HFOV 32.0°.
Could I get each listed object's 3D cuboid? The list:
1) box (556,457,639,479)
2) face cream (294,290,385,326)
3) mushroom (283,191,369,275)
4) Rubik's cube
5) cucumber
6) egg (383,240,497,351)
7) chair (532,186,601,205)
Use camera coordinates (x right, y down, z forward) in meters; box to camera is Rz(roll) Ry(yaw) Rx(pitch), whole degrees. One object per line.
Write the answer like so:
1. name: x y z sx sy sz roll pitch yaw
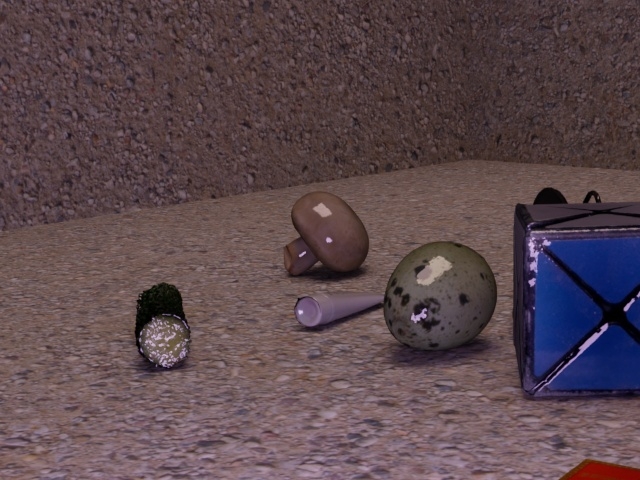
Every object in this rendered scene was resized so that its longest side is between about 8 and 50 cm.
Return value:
1. box: 0.272 0.287 1.065 0.153 0.074 0.240 10 15 36
2. face cream: 0.040 0.119 2.101 0.092 0.058 0.244 -2 3 32
3. mushroom: 0.000 0.000 2.486 0.204 0.204 0.204 -3 10 1
4. Rubik's cube: 0.419 0.076 1.658 0.259 0.260 0.255 1 11 5
5. cucumber: -0.283 0.136 1.972 0.096 0.096 0.359 -5 10 -10
6. egg: 0.192 0.097 1.838 0.177 0.177 0.228 4 27 35
7. chair: 0.627 -0.003 2.145 0.401 0.226 0.226 -3 10 -9
